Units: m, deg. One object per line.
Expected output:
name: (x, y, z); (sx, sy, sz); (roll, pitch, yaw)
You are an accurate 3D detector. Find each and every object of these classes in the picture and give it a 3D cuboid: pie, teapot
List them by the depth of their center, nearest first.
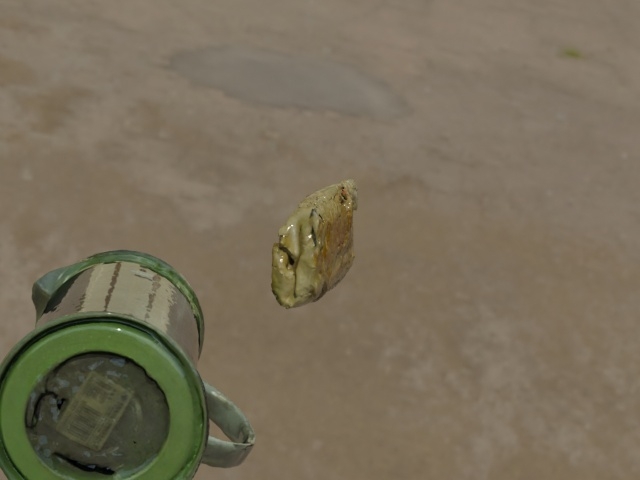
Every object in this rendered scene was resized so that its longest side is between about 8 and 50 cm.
teapot: (-0.185, 0.140, 1.546); (0.270, 0.200, 0.337); (29, 9, -9)
pie: (0.000, 0.000, 1.616); (0.068, 0.128, 0.282); (10, 9, 11)
